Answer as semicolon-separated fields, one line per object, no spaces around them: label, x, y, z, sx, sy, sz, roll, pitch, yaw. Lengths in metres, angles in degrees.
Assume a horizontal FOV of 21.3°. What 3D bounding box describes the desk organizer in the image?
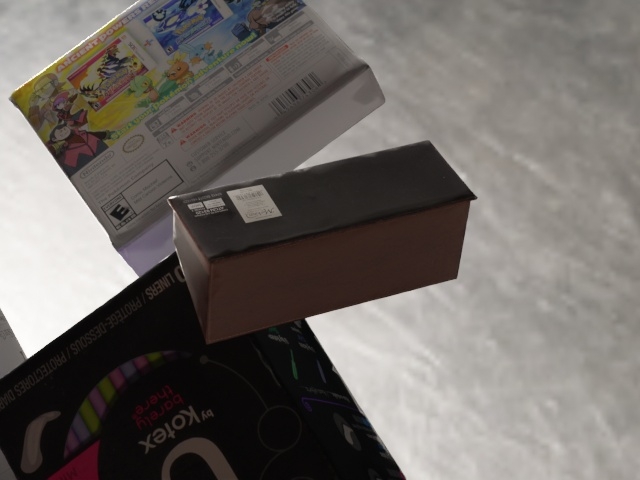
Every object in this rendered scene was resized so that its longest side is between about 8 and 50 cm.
desk organizer;0.000;0.000;0.762;0.130;0.050;0.047;-14;43;-22

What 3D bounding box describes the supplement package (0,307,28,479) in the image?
supplement package;-0.312;0.154;1.181;0.204;0.145;0.262;-28;0;5

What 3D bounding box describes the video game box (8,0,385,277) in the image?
video game box;-0.088;-0.097;1.163;0.205;0.048;0.187;-36;53;-3

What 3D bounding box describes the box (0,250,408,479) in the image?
box;-0.044;0.161;0.967;0.165;0.270;0.143;-37;-19;10
